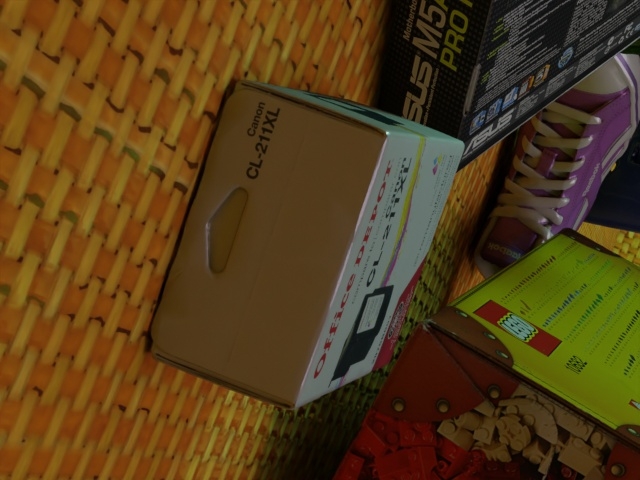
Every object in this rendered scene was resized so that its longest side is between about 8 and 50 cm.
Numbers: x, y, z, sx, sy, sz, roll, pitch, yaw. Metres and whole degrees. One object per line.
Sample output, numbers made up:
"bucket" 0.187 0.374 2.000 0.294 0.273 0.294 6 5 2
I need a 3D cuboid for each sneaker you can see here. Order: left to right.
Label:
"sneaker" 0.201 -0.055 1.334 0.161 0.102 0.282 -56 161 -34

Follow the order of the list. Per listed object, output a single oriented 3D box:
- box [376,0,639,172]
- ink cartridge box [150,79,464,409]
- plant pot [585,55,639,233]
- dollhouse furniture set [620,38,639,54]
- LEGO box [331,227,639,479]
"box" 0.151 -0.184 0.872 0.270 0.060 0.216 -36 151 -34
"ink cartridge box" 0.000 0.000 0.714 0.175 0.072 0.127 -10 119 -74
"plant pot" 0.380 -0.101 1.536 0.236 0.236 0.212 12 92 -34
"dollhouse furniture set" 0.348 -0.239 1.241 0.301 0.151 0.198 0 95 -51
"LEGO box" 0.130 0.217 1.118 0.372 0.193 0.500 -62 167 14
